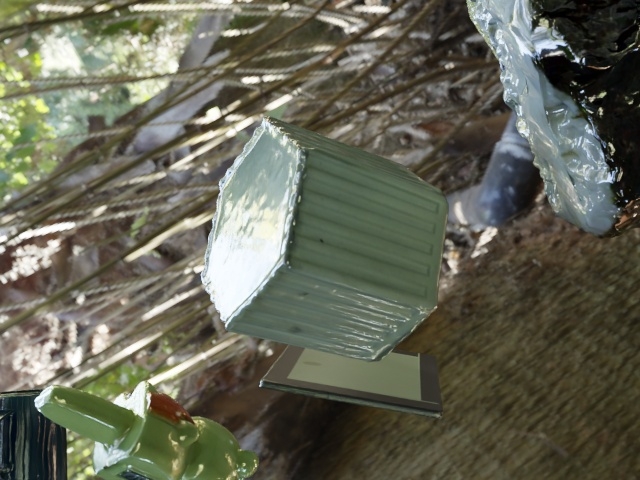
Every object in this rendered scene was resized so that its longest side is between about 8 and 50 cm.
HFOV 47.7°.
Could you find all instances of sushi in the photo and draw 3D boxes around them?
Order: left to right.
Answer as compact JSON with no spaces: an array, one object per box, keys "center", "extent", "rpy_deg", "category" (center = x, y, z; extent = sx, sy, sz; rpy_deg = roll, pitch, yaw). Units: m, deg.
[{"center":[0.259,-0.179,0.629],"extent":[0.234,0.208,0.348],"rpy_deg":[-89,-19,-86],"category":"sushi"}]

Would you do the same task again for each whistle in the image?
[{"center":[-0.200,0.239,0.859],"extent":[0.288,0.131,0.106],"rpy_deg":[37,-142,-29],"category":"whistle"}]

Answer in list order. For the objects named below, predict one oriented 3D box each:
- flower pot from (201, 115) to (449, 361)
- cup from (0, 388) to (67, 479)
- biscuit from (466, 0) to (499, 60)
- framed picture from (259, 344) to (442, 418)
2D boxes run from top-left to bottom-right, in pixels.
[{"center":[0.000,0.000,0.788],"extent":[0.190,0.209,0.239],"rpy_deg":[17,-163,-27],"category":"flower pot"},{"center":[-0.417,0.285,1.026],"extent":[0.150,0.114,0.138],"rpy_deg":[160,109,-68],"category":"cup"},{"center":[0.255,-0.355,1.117],"extent":[0.139,0.016,0.231],"rpy_deg":[63,-171,17],"category":"biscuit"},{"center":[0.062,0.209,1.174],"extent":[0.347,0.265,0.016],"rpy_deg":[-36,-47,-82],"category":"framed picture"}]
